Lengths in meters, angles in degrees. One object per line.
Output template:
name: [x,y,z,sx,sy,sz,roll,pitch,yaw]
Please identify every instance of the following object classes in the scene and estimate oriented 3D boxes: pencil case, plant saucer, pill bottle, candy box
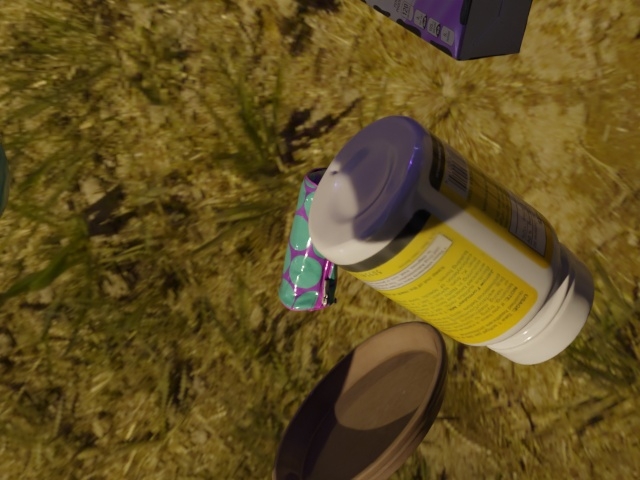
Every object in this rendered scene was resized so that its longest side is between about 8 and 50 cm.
pencil case: [0.000,0.000,1.186,0.070,0.064,0.151,36,123,43]
plant saucer: [0.053,0.214,1.349,0.278,0.278,0.041,-43,108,10]
pill bottle: [0.103,0.007,0.841,0.208,0.119,0.119,33,101,-29]
candy box: [0.088,-0.256,0.878,0.070,0.196,0.165,-13,127,-32]

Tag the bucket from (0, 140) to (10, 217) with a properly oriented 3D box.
bucket: [-0.307,-0.051,0.577,0.281,0.281,0.183,-37,58,9]
